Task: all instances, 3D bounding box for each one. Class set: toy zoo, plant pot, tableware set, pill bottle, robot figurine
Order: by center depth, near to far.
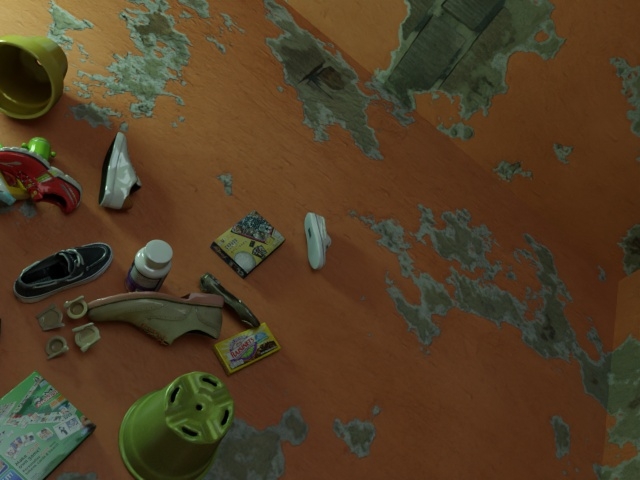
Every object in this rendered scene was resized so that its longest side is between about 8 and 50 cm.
[{"bbox_3d":[-0.346,0.468,1.466,0.276,0.254,0.276,19,48,-22],"label":"plant pot"},{"bbox_3d":[-0.683,0.234,1.547,0.141,0.020,0.168,-23,71,-11],"label":"tableware set"},{"bbox_3d":[-0.968,-0.218,1.668,0.293,0.030,0.192,54,10,12],"label":"toy zoo"},{"bbox_3d":[-0.507,0.083,1.702,0.108,0.193,0.108,19,48,-22],"label":"pill bottle"},{"bbox_3d":[-0.895,-0.278,1.813,0.101,0.067,0.115,14,49,-28],"label":"robot figurine"},{"bbox_3d":[-0.960,-0.561,1.886,0.254,0.254,0.239,25,30,-16],"label":"plant pot"}]

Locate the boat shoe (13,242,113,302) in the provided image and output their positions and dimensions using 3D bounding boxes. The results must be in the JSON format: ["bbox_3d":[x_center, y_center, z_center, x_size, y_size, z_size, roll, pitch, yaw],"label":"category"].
[{"bbox_3d":[-0.721,0.071,1.631,0.301,0.102,0.108,-28,75,-44],"label":"boat shoe"}]

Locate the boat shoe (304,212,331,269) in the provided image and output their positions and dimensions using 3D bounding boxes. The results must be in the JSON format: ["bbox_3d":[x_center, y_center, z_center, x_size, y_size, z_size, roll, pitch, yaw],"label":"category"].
[{"bbox_3d":[0.000,0.000,2.186,0.084,0.095,0.258,9,53,-23],"label":"boat shoe"}]

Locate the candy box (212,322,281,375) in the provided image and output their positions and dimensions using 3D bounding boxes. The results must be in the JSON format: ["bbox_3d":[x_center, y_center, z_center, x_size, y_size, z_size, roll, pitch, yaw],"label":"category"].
[{"bbox_3d":[-0.232,0.340,1.808,0.206,0.027,0.105,-20,65,-42],"label":"candy box"}]

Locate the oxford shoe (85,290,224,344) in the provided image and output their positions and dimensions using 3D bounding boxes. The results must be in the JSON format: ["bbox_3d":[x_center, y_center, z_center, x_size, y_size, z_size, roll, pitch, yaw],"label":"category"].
[{"bbox_3d":[-0.472,0.228,1.659,0.397,0.140,0.146,3,76,-22],"label":"oxford shoe"}]

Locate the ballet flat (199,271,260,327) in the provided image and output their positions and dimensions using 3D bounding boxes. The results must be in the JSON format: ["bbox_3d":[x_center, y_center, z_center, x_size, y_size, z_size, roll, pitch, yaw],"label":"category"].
[{"bbox_3d":[-0.296,0.202,1.847,0.250,0.084,0.058,42,72,3],"label":"ballet flat"}]

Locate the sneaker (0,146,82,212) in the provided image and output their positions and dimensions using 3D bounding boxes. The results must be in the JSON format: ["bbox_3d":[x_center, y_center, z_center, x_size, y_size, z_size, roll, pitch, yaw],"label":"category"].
[{"bbox_3d":[-0.845,-0.175,1.702,0.279,0.107,0.118,33,46,-35],"label":"sneaker"}]

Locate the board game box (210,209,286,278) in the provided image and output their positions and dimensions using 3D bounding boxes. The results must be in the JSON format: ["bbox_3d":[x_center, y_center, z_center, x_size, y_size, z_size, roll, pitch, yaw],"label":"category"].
[{"bbox_3d":[-0.255,0.009,2.042,0.165,0.042,0.243,44,44,3],"label":"board game box"}]

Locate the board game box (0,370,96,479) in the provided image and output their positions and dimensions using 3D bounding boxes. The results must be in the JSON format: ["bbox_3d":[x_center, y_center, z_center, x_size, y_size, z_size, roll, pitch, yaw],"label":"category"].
[{"bbox_3d":[-0.724,0.488,1.342,0.213,0.046,0.317,42,44,2],"label":"board game box"}]

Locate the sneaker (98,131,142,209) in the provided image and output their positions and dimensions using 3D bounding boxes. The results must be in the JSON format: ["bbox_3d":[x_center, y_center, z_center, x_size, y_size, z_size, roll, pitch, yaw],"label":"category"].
[{"bbox_3d":[-0.662,-0.225,1.918,0.123,0.106,0.290,16,58,-32],"label":"sneaker"}]
